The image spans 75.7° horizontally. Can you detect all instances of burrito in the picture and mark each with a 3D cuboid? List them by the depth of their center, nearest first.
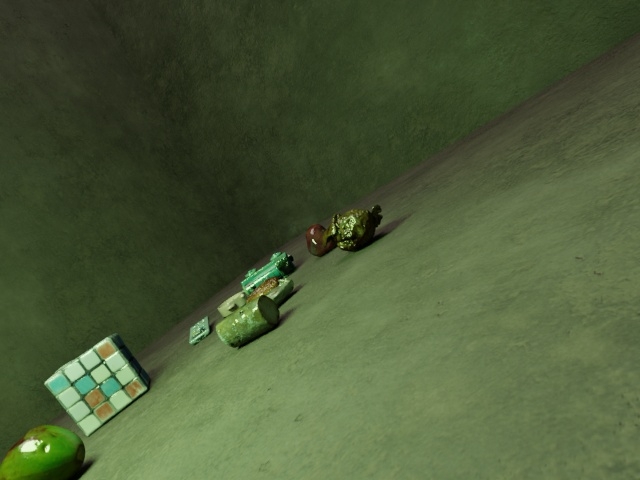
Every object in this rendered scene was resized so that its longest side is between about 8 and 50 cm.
[{"bbox_3d":[-0.204,0.236,1.447,0.309,0.066,0.096,-42,12,-37],"label":"burrito"}]

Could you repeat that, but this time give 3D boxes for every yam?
[{"bbox_3d":[-0.224,0.251,1.248,0.194,0.107,0.107,-33,6,21],"label":"yam"}]

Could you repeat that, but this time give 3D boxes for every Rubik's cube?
[{"bbox_3d":[-0.842,0.539,1.590,0.253,0.259,0.256,-35,6,-21],"label":"Rubik's cube"}]

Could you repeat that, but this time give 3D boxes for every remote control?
[{"bbox_3d":[-0.578,0.435,1.993,0.103,0.051,0.293,-36,10,-11],"label":"remote control"}]

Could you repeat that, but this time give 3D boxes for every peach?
[{"bbox_3d":[0.000,0.000,1.909,0.152,0.152,0.152,-34,6,4],"label":"peach"}]

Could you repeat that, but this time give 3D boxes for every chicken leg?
[{"bbox_3d":[0.100,-0.018,1.548,0.211,0.140,0.361,-15,-11,-16],"label":"chicken leg"}]

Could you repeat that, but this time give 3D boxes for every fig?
[{"bbox_3d":[-0.711,0.573,1.064,0.190,0.181,0.181,-12,7,1],"label":"fig"}]

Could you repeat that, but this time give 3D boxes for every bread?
[{"bbox_3d":[-0.250,0.225,1.807,0.193,0.064,0.193,-36,8,6],"label":"bread"}]

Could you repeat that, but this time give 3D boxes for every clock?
[{"bbox_3d":[-0.434,0.321,2.066,0.155,0.063,0.229,-32,8,-5],"label":"clock"}]

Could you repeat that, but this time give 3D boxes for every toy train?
[{"bbox_3d":[-0.264,0.171,2.082,0.298,0.120,0.194,-34,11,-1],"label":"toy train"}]
